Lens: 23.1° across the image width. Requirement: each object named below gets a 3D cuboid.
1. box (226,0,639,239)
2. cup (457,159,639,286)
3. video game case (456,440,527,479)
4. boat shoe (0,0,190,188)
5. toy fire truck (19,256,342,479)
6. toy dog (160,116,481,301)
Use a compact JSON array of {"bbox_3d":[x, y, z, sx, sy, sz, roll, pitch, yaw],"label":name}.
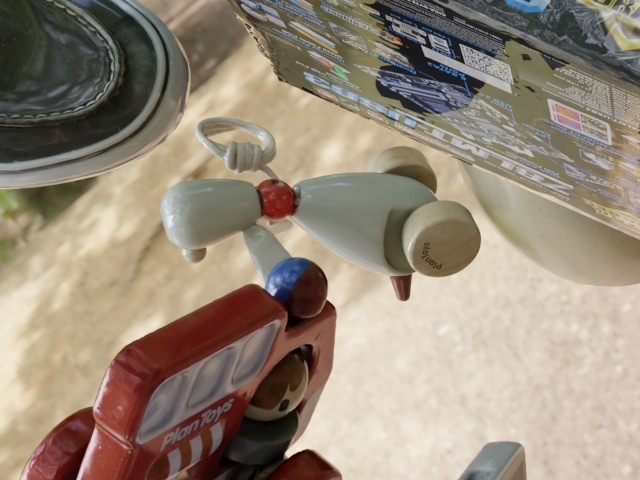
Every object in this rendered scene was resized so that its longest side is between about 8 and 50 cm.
[{"bbox_3d":[0.081,-0.105,0.828,0.073,0.295,0.293,-62,-18,-6],"label":"box"},{"bbox_3d":[0.268,-0.126,1.624,0.331,0.331,0.237,-34,-20,20],"label":"cup"},{"bbox_3d":[0.101,0.331,1.049,0.036,0.329,0.300,-2,7,19],"label":"video game case"},{"bbox_3d":[-0.233,-0.105,0.760,0.119,0.335,0.121,73,-151,-79],"label":"boat shoe"},{"bbox_3d":[-0.081,0.139,1.235,0.302,0.169,0.254,-25,-33,-50],"label":"toy fire truck"},{"bbox_3d":[0.000,0.000,1.680,0.220,0.333,0.161,-80,-1,-58],"label":"toy dog"}]
